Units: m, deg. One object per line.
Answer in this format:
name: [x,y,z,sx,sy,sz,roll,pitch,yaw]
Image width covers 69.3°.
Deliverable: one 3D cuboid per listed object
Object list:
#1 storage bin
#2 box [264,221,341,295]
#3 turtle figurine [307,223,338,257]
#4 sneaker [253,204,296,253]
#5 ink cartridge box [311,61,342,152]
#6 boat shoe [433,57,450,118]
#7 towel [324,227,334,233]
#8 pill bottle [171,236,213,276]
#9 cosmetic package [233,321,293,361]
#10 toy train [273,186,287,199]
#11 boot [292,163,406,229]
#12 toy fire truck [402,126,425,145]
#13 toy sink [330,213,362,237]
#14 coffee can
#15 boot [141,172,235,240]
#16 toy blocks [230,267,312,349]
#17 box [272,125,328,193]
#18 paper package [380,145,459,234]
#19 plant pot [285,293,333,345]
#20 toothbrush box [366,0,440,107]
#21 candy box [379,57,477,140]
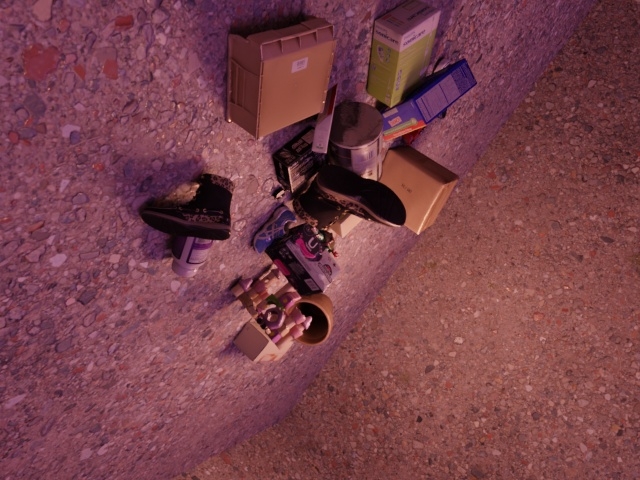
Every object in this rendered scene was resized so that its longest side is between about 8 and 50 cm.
storage bin: [-0.104,-0.432,1.211,0.262,0.123,0.260,-33,151,-35]
box: [-0.065,0.076,1.812,0.163,0.247,0.142,-17,-154,51]
turtle figurine: [0.000,0.000,1.951,0.118,0.175,0.234,-24,126,3]
sneaker: [-0.174,-0.031,1.735,0.211,0.081,0.080,-52,159,8]
ink cartridge box: [0.019,-0.413,1.429,0.225,0.056,0.181,99,0,-47]
boat shoe: [0.549,-0.666,2.065,0.108,0.102,0.301,-40,155,-22]
towel: [-0.047,0.044,2.124,0.282,0.049,0.187,-34,151,-31]
pill bottle: [-0.383,0.012,1.387,0.108,0.108,0.193,-17,140,-53]
cosmetic package: [-0.274,0.496,2.258,0.129,0.153,0.296,-52,156,1]
toy train: [-0.109,-0.202,1.669,0.158,0.027,0.036,-41,144,-20]
boot: [0.098,-0.122,1.717,0.284,0.377,0.138,-31,-137,56]
toy fire truck: [0.448,-0.542,2.140,0.192,0.047,0.135,-49,157,-2]
toy sink: [0.115,-0.157,1.982,0.234,0.153,0.131,-42,155,-16]
coffee can: [0.126,-0.330,1.678,0.201,0.201,0.275,-43,156,-16]
boot: [-0.355,-0.102,1.281,0.085,0.236,0.179,122,-25,-59]
toy blocks: [-0.168,0.239,1.895,0.260,0.288,0.309,-38,153,-12]
box: [-0.064,-0.274,1.573,0.180,0.077,0.147,-42,156,-18]
paper package: [0.436,-0.247,2.207,0.168,0.325,0.309,-25,146,-46]
plant pot: [-0.038,0.386,2.454,0.263,0.263,0.229,-62,173,25]
toothbrush box: [0.280,-0.640,1.593,0.206,0.122,0.283,-41,156,-24]
candy box: [0.398,-0.540,1.794,0.317,0.122,0.268,-39,-164,-20]
